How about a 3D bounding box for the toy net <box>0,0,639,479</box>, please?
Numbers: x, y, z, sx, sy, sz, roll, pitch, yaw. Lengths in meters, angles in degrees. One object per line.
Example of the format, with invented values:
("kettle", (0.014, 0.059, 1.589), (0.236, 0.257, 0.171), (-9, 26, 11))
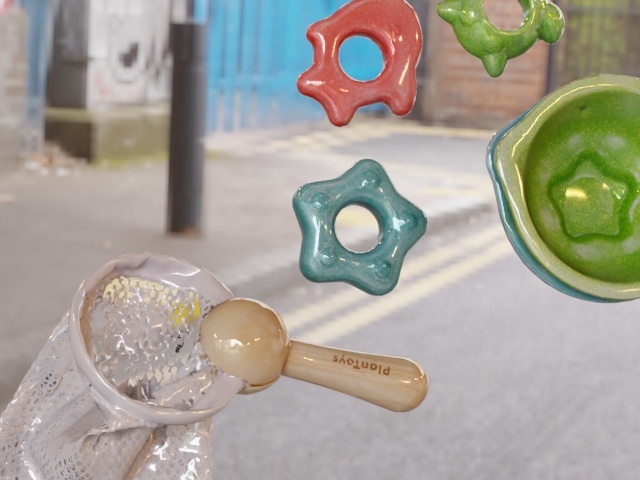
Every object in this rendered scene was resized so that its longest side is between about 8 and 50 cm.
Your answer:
("toy net", (0.000, 0.000, 0.517), (0.232, 0.122, 0.045), (-28, 0, -13))
